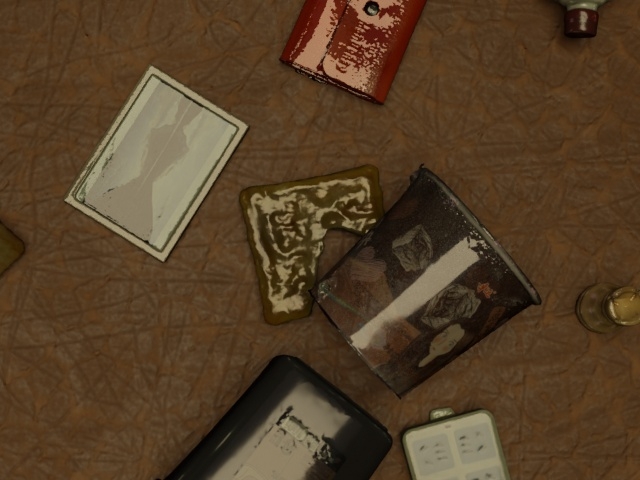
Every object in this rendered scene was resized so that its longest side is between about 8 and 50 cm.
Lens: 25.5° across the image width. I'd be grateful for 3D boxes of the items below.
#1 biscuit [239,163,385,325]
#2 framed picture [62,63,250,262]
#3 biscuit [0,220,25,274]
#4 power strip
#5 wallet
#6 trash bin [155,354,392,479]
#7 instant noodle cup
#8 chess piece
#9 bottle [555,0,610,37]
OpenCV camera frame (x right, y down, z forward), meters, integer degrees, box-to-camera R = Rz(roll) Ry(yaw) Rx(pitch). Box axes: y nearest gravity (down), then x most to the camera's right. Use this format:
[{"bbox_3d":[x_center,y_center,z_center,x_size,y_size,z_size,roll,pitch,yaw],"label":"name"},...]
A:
[{"bbox_3d":[0.000,0.000,1.742,0.183,0.039,0.174,-15,86,-3],"label":"biscuit"},{"bbox_3d":[-0.202,-0.095,1.747,0.150,0.015,0.203,33,85,-1],"label":"framed picture"},{"bbox_3d":[-0.483,-0.005,1.642,0.172,0.029,0.254,-46,131,-3],"label":"biscuit"},{"bbox_3d":[0.183,0.337,1.730,0.118,0.046,0.271,-15,88,-5],"label":"power strip"},{"bbox_3d":[0.052,-0.287,1.760,0.142,0.045,0.204,23,86,-2],"label":"wallet"},{"bbox_3d":[-0.069,0.293,1.654,0.209,0.182,0.290,39,79,0],"label":"trash bin"},{"bbox_3d":[0.115,0.057,1.668,0.207,0.217,0.217,-41,90,1],"label":"instant noodle cup"},{"bbox_3d":[0.355,0.082,1.717,0.066,0.122,0.066,0,87,-3],"label":"chess piece"},{"bbox_3d":[0.328,-0.373,1.754,0.104,0.104,0.245,3,86,-3],"label":"bottle"}]
